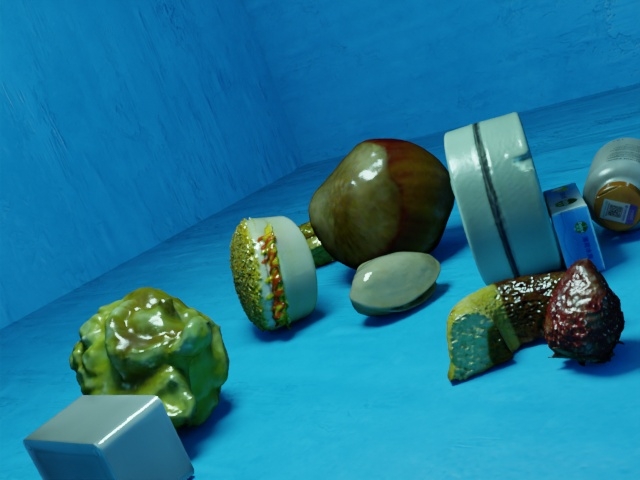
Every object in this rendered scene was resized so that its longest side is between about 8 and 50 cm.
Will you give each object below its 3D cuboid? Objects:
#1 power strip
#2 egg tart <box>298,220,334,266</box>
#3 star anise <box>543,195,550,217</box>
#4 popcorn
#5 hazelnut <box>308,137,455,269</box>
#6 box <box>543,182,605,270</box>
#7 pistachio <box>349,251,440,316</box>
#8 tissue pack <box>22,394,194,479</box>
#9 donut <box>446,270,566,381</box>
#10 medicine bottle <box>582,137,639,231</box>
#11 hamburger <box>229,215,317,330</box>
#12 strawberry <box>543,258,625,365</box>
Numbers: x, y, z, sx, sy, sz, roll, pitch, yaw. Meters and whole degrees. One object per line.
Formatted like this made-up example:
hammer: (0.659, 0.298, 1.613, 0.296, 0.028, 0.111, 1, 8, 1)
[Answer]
power strip: (0.374, -0.076, 1.714, 0.161, 0.357, 0.357, -16, 13, 15)
egg tart: (0.000, 0.000, 2.464, 0.290, 0.115, 0.290, -22, 11, 5)
star anise: (0.450, -0.058, 1.946, 0.231, 0.089, 0.209, -15, -24, 1)
popcorn: (-0.318, 0.246, 1.619, 0.335, 0.274, 0.279, 26, -3, 22)
hazelnut: (0.157, -0.076, 2.081, 0.366, 0.366, 0.366, -20, 13, 5)
box: (0.508, -0.024, 1.681, 0.073, 0.139, 0.194, -17, 13, 15)
pistachio: (0.158, 0.093, 1.810, 0.223, 0.126, 0.152, -22, 46, -28)
tissue pack: (-0.363, 0.365, 1.417, 0.246, 0.159, 0.136, -8, 19, 42)
donut: (0.332, 0.122, 1.423, 0.295, 0.112, 0.151, -19, 15, 2)
medicine bottle: (0.649, -0.114, 1.792, 0.157, 0.157, 0.288, -14, 15, 28)
hamburger: (-0.124, 0.077, 1.981, 0.179, 0.276, 0.294, -13, 5, -16)
strawberry: (0.397, 0.113, 1.268, 0.131, 0.148, 0.131, -21, 13, 5)
